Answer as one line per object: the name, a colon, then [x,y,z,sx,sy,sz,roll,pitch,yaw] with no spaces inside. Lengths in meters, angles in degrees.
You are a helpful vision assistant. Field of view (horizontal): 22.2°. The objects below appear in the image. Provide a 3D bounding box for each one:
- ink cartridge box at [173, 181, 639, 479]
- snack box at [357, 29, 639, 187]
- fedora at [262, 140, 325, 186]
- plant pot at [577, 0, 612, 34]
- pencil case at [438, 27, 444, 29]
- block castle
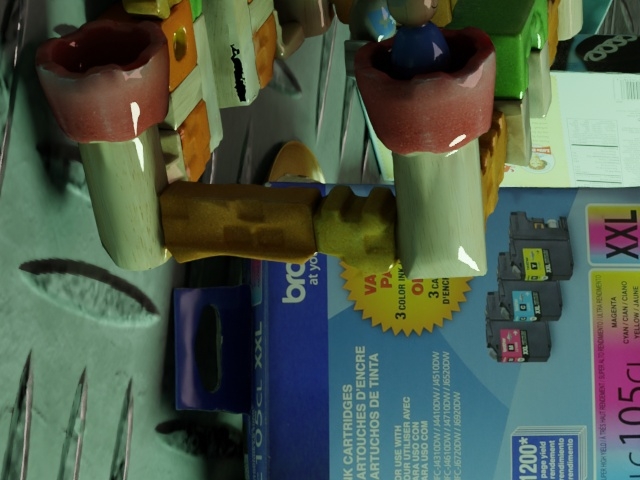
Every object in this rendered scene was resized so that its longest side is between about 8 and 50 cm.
ink cartridge box: [0.075,0.090,1.348,0.151,0.395,0.270,140,-51,-80]
snack box: [0.206,-0.133,1.692,0.187,0.322,0.060,72,28,-50]
fedora: [0.000,0.000,1.495,0.194,0.079,0.194,5,90,-72]
plant pot: [0.205,-0.331,1.761,0.290,0.195,0.290,-52,155,-37]
pencil case: [0.173,-0.175,1.948,0.236,0.104,0.104,72,29,-53]
block castle: [0.017,-0.172,1.160,0.453,0.303,0.213,-61,148,-53]
